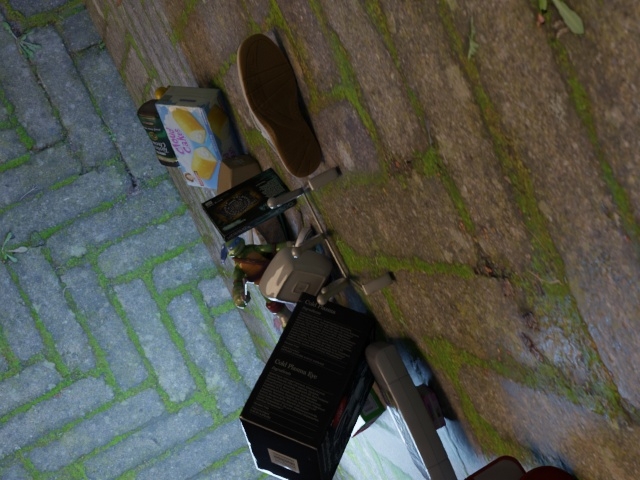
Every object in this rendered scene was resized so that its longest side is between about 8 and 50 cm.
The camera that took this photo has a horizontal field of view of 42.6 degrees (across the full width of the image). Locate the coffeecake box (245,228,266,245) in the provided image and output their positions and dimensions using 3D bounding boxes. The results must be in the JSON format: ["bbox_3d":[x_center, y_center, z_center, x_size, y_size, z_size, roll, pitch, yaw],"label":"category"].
[{"bbox_3d":[-0.150,-0.005,2.222,0.142,0.068,0.185,46,159,52],"label":"coffeecake box"}]

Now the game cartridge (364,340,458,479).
[{"bbox_3d":[0.173,0.339,1.602,0.294,0.060,0.196,65,170,2],"label":"game cartridge"}]

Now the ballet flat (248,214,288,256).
[{"bbox_3d":[-0.118,0.043,2.118,0.107,0.106,0.316,43,157,63],"label":"ballet flat"}]

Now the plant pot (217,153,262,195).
[{"bbox_3d":[-0.198,-0.155,2.057,0.109,0.109,0.096,-137,37,-54],"label":"plant pot"}]

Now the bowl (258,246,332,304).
[{"bbox_3d":[-0.050,0.088,1.801,0.142,0.142,0.053,-58,33,28],"label":"bowl"}]

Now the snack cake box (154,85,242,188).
[{"bbox_3d":[-0.301,-0.260,2.105,0.152,0.089,0.264,8,136,26],"label":"snack cake box"}]

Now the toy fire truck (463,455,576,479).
[{"bbox_3d":[0.284,0.478,1.170,0.302,0.254,0.169,56,165,23],"label":"toy fire truck"}]

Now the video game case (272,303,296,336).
[{"bbox_3d":[-0.080,0.222,2.297,0.183,0.023,0.201,45,144,39],"label":"video game case"}]

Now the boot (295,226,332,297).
[{"bbox_3d":[-0.011,0.056,1.874,0.086,0.069,0.190,20,134,18],"label":"boot"}]

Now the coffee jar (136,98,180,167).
[{"bbox_3d":[-0.408,-0.278,2.167,0.096,0.079,0.184,11,140,29],"label":"coffee jar"}]

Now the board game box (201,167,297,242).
[{"bbox_3d":[-0.164,-0.083,1.875,0.126,0.186,0.026,52,165,38],"label":"board game box"}]

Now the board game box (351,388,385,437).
[{"bbox_3d":[0.064,0.394,2.211,0.242,0.064,0.316,59,166,15],"label":"board game box"}]

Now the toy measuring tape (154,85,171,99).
[{"bbox_3d":[-0.309,-0.308,2.232,0.330,0.121,0.121,42,170,-11],"label":"toy measuring tape"}]

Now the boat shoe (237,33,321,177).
[{"bbox_3d":[-0.090,-0.243,1.487,0.096,0.098,0.277,38,154,58],"label":"boat shoe"}]

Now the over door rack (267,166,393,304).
[{"bbox_3d":[0.000,0.000,1.607,0.240,0.108,0.324,62,166,-3],"label":"over door rack"}]

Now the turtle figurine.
[{"bbox_3d":[-0.106,0.099,1.964,0.274,0.198,0.266,-13,132,42],"label":"turtle figurine"}]

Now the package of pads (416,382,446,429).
[{"bbox_3d":[0.213,0.324,1.604,0.083,0.032,0.050,68,169,-21],"label":"package of pads"}]

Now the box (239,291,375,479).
[{"bbox_3d":[-0.014,0.343,1.804,0.179,0.313,0.343,18,151,14],"label":"box"}]
